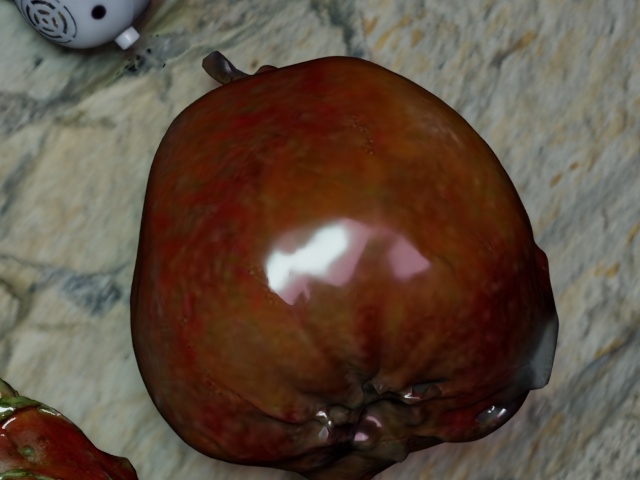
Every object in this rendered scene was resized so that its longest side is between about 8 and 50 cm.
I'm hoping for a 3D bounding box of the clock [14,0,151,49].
[{"bbox_3d":[-0.224,-0.259,0.959,0.254,0.189,0.189,44,71,-14],"label":"clock"}]

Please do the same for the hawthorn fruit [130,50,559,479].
[{"bbox_3d":[0.009,0.018,0.893,0.308,0.325,0.308,-2,117,-3],"label":"hawthorn fruit"}]

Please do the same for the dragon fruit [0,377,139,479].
[{"bbox_3d":[-0.215,0.204,0.829,0.269,0.198,0.200,44,28,-3],"label":"dragon fruit"}]
